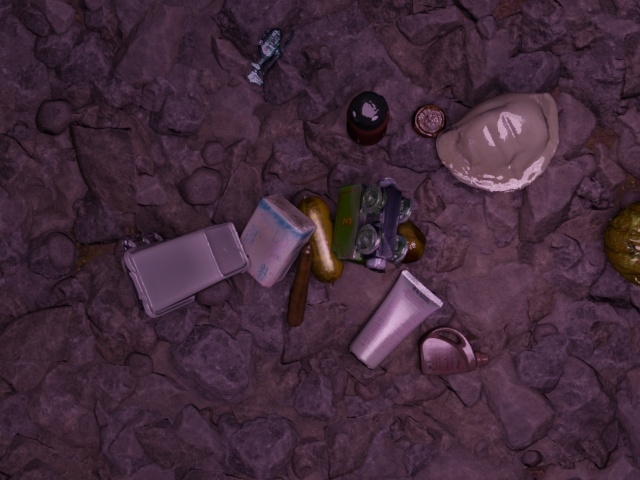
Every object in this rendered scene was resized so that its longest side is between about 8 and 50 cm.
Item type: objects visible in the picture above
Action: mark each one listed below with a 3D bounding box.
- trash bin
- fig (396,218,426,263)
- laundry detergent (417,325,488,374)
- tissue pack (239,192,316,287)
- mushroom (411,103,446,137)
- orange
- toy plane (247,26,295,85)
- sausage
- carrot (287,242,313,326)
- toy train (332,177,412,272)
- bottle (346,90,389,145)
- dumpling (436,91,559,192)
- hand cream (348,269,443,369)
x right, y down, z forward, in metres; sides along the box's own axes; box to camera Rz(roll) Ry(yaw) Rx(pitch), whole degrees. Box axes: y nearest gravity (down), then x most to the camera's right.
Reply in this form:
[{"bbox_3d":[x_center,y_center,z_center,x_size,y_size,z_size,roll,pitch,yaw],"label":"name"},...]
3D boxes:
[{"bbox_3d":[-0.456,0.065,1.698,0.368,0.256,0.296,-22,89,25],"label":"trash bin"},{"bbox_3d":[0.289,0.000,1.737,0.154,0.144,0.165,-15,78,-18],"label":"fig"},{"bbox_3d":[0.467,0.387,1.776,0.237,0.076,0.171,-5,92,4],"label":"laundry detergent"},{"bbox_3d":[-0.166,-0.001,1.721,0.201,0.124,0.271,43,120,17],"label":"tissue pack"},{"bbox_3d":[0.378,-0.414,1.751,0.123,0.052,0.123,-1,98,-4],"label":"mushroom"},{"bbox_3d":[1.077,-0.006,1.640,0.300,0.223,0.301,40,95,-14],"label":"orange"},{"bbox_3d":[-0.188,-0.665,1.780,0.096,0.060,0.235,34,91,-12],"label":"toy plane"},{"bbox_3d":[0.000,0.000,1.765,0.123,0.123,0.347,-15,92,5],"label":"sausage"},{"bbox_3d":[-0.070,0.154,1.760,0.070,0.070,0.342,13,116,3],"label":"carrot"},{"bbox_3d":[0.162,-0.049,1.664,0.173,0.249,0.307,14,79,-37],"label":"toy train"},{"bbox_3d":[0.152,-0.394,1.626,0.144,0.336,0.144,0,94,4],"label":"bottle"},{"bbox_3d":[0.591,-0.314,1.656,0.395,0.233,0.315,-15,85,15],"label":"dumpling"},{"bbox_3d":[0.251,0.294,1.781,0.185,0.118,0.358,42,88,5],"label":"hand cream"}]
